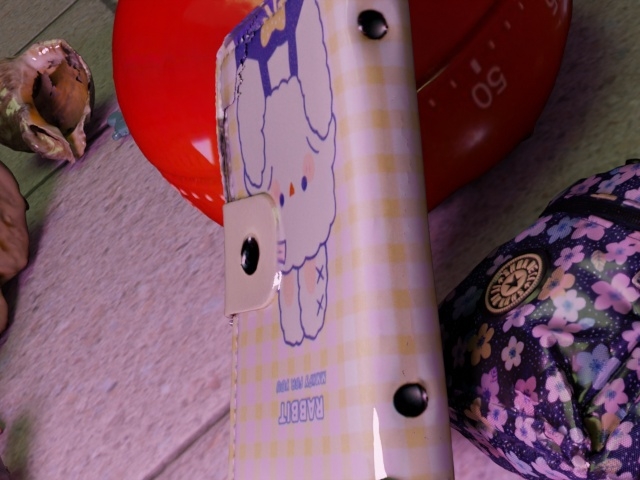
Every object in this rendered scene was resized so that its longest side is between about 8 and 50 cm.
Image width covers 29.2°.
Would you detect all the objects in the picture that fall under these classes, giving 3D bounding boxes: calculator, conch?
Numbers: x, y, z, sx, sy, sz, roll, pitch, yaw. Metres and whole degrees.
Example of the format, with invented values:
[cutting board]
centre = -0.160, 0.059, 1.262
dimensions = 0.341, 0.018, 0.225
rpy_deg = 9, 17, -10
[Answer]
[calculator]
centre = -0.220, -0.172, 1.504
dimensions = 0.094, 0.019, 0.141
rpy_deg = -22, 35, 25
[conch]
centre = -0.349, -0.174, 1.542
dimensions = 0.207, 0.130, 0.155
rpy_deg = 43, 116, 43

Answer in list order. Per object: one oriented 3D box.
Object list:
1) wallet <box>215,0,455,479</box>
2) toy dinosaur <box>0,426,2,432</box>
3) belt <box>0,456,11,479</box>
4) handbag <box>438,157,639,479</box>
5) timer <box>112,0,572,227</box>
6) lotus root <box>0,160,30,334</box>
[wallet]
centre = 0.000, 0.000, 0.730
dimensions = 0.223, 0.077, 0.309
rpy_deg = 158, 110, -65
[toy dinosaur]
centre = -0.387, 0.195, 1.121
dimensions = 0.194, 0.177, 0.152
rpy_deg = -24, 14, -33
[belt]
centre = -0.278, 0.244, 0.993
dimensions = 0.053, 0.071, 0.232
rpy_deg = -31, 34, 5
[handbag]
centre = 0.164, 0.043, 0.691
dimensions = 0.208, 0.127, 0.229
rpy_deg = -51, 22, -10
[timer]
centre = 0.012, -0.178, 1.001
dimensions = 0.378, 0.279, 0.378
rpy_deg = -26, 33, 19
[lotus root]
centre = -0.467, 0.031, 1.331
dimensions = 0.250, 0.316, 0.316
rpy_deg = -39, 28, 30
